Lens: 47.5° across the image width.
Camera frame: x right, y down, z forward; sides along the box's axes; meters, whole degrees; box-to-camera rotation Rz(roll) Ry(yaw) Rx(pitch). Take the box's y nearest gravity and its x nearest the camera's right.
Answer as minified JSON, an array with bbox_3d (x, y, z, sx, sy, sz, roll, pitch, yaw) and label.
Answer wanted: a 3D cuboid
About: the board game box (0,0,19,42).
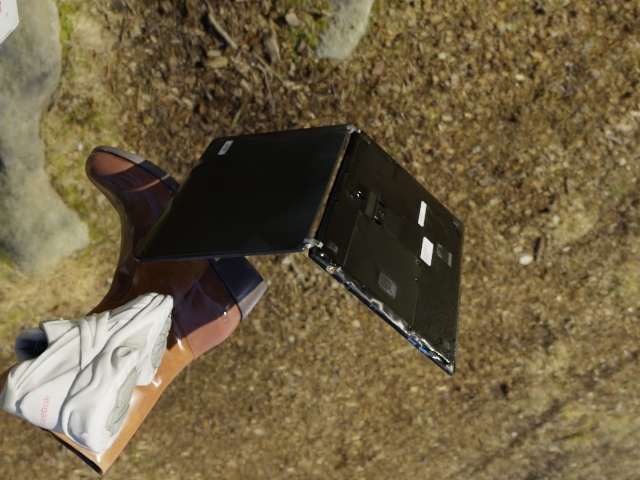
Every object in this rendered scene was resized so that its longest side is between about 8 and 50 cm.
[{"bbox_3d":[-0.449,-0.199,0.610,0.303,0.224,0.097,11,135,-3],"label":"board game box"}]

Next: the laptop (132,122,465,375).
[{"bbox_3d":[0.000,0.000,0.702,0.264,0.234,0.136,41,124,-15],"label":"laptop"}]

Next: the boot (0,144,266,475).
[{"bbox_3d":[-0.237,0.063,0.792,0.264,0.280,0.096,49,152,-11],"label":"boot"}]

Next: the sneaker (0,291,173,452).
[{"bbox_3d":[-0.203,0.091,0.647,0.115,0.232,0.090,16,102,-1],"label":"sneaker"}]
